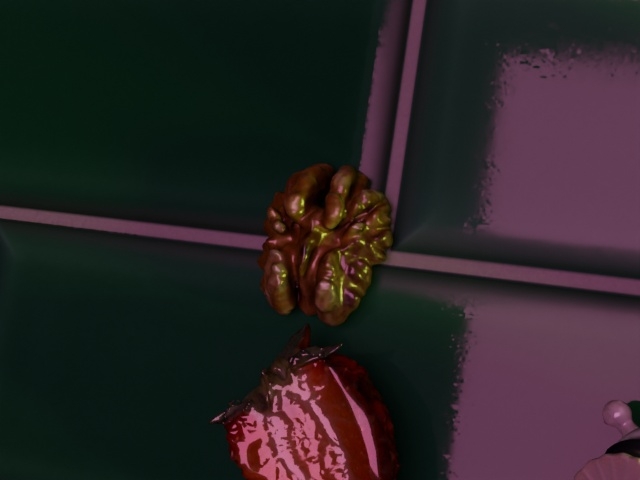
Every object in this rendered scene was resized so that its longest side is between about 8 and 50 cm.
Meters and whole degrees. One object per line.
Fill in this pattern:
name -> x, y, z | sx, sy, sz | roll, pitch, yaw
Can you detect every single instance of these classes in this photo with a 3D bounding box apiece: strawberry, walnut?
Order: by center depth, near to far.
strawberry -> 0.022, 0.207, 1.279 | 0.228, 0.098, 0.174 | 41, 99, 17
walnut -> 0.000, 0.000, 1.328 | 0.143, 0.069, 0.170 | 9, 83, 23

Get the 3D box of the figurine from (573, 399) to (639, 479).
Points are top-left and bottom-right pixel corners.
figurine -> 0.385, 0.281, 1.075 | 0.361, 0.211, 0.253 | 16, 127, 16
